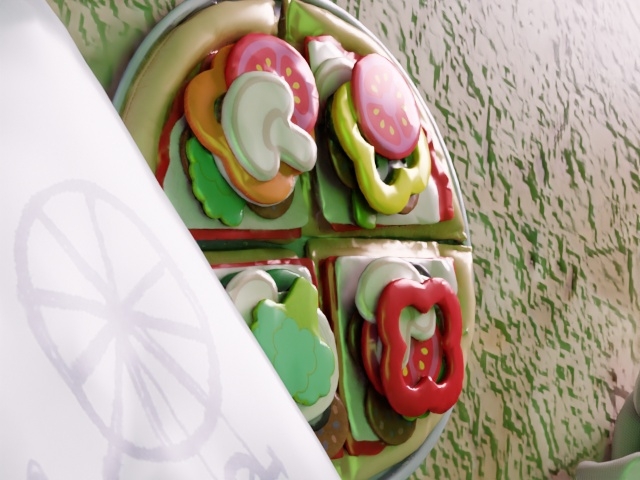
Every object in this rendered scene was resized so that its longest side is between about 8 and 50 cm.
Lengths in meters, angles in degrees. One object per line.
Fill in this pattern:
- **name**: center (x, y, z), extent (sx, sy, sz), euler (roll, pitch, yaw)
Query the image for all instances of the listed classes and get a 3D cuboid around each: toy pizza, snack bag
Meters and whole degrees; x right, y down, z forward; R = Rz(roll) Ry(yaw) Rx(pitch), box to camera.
- **toy pizza**: center (0.000, 0.000, 0.672), extent (0.201, 0.032, 0.201), euler (14, 71, -46)
- **snack bag**: center (-0.075, 0.107, 0.453), extent (0.323, 0.037, 0.342), euler (60, 26, -4)

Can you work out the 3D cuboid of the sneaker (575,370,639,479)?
- **sneaker**: center (0.195, 0.090, 0.828), extent (0.232, 0.090, 0.115), euler (-30, 100, -48)
